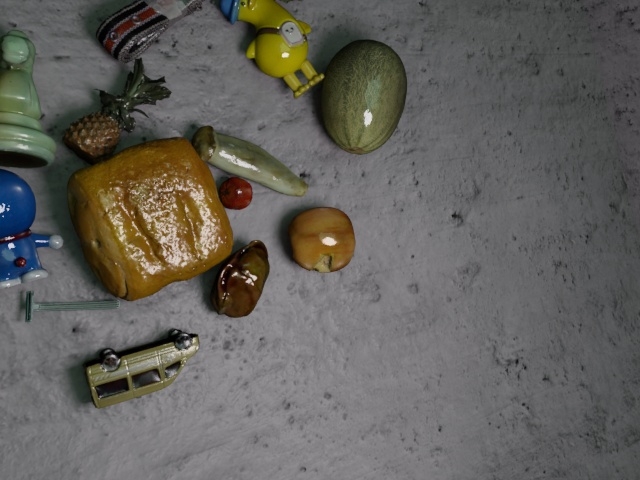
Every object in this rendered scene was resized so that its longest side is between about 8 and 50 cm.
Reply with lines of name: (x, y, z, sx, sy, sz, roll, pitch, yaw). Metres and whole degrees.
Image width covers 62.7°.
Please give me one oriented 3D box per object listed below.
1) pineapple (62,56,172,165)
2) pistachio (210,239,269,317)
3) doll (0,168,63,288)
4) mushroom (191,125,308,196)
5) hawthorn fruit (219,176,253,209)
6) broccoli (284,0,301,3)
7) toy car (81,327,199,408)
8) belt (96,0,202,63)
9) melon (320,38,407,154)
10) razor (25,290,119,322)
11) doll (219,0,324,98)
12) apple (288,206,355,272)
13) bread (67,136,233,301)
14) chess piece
pineapple: (-0.472, -0.302, 1.239, 0.277, 0.130, 0.119, -59, 149, -21)
pistachio: (-0.193, 0.096, 1.312, 0.130, 0.165, 0.210, 23, 80, 20)
doll: (-0.666, -0.023, 1.097, 0.215, 0.161, 0.257, -19, 108, -41)
mushroom: (-0.183, -0.206, 1.396, 0.333, 0.087, 0.107, 18, 62, -30)
hawthorn fruit: (-0.217, -0.123, 1.370, 0.093, 0.093, 0.093, 4, 80, -27)
broccoli: (-0.087, -0.701, 1.422, 0.165, 0.304, 0.145, 2, 124, 0)
toy car: (-0.399, 0.289, 1.202, 0.256, 0.101, 0.124, -12, 93, -27)
belt: (-0.401, -0.581, 1.319, 0.094, 0.126, 0.359, 46, 66, -12)
melon: (0.122, -0.408, 1.496, 0.248, 0.248, 0.329, 13, 78, -25)
razor: (-0.553, 0.147, 1.179, 0.191, 0.037, 0.068, 2, 77, -29)
doll: (-0.132, -0.569, 1.445, 0.199, 0.145, 0.363, -38, 95, -14)
apple: (0.000, 0.000, 1.415, 0.199, 0.199, 0.199, 4, 80, -27)
bread: (-0.377, -0.055, 1.198, 0.337, 0.148, 0.328, -24, 110, -29)
chess piece: (-0.653, -0.312, 1.120, 0.176, 0.176, 0.298, 2, 81, -27)
